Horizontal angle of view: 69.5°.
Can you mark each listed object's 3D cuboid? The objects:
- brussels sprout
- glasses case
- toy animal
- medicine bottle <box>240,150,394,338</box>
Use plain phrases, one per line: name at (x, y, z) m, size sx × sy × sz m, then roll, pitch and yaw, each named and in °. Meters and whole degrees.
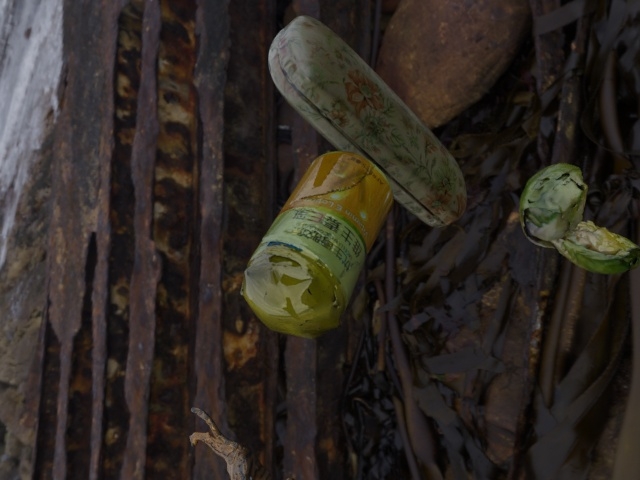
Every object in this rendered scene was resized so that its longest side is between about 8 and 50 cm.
brussels sprout at (0.164, -0.009, 0.298) m, size 0.083 × 0.046 × 0.051 m, roll 51°, pitch 151°, yaw 1°
glasses case at (0.095, -0.172, 0.730) m, size 0.098 × 0.425 × 0.156 m, roll -27°, pitch 41°, yaw 39°
toy animal at (-0.135, 0.381, 0.767) m, size 0.116 × 0.255 × 0.114 m, roll -31°, pitch 15°, yaw -3°
medicine bottle at (0.000, 0.000, 0.536) m, size 0.124 × 0.124 × 0.239 m, roll -33°, pitch 20°, yaw 41°
